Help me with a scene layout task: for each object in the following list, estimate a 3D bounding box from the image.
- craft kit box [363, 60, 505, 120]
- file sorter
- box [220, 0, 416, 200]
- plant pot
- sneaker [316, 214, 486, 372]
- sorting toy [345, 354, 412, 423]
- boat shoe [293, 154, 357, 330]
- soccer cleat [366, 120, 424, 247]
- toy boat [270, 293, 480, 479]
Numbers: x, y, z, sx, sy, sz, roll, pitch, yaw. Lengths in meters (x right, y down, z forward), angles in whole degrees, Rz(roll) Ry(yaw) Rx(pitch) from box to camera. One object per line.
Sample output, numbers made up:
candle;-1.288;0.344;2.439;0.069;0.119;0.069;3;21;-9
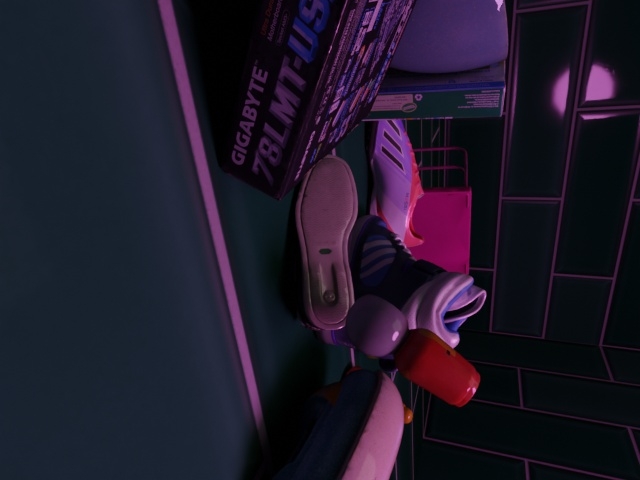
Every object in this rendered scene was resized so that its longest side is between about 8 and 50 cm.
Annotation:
craft kit box;0.191;-0.299;0.741;0.061;0.249;0.247;73;29;-45
file sorter;0.274;-0.073;1.069;0.291;0.201;0.182;71;27;-45
box;0.035;-0.224;0.400;0.293;0.073;0.296;-57;173;-51
plant pot;0.134;-0.372;0.611;0.290;0.195;0.291;47;35;-50
sneaker;0.148;0.067;0.694;0.323;0.236;0.130;-57;145;-52
sorting toy;0.153;0.204;0.822;0.127;0.126;0.366;56;50;-46
boat shoe;0.000;0.000;0.551;0.079;0.083;0.233;137;-43;-69
soccer cleat;0.160;-0.140;0.864;0.108;0.116;0.319;-27;118;-66
toy boat;0.040;0.209;0.508;0.318;0.148;0.267;-60;171;28
